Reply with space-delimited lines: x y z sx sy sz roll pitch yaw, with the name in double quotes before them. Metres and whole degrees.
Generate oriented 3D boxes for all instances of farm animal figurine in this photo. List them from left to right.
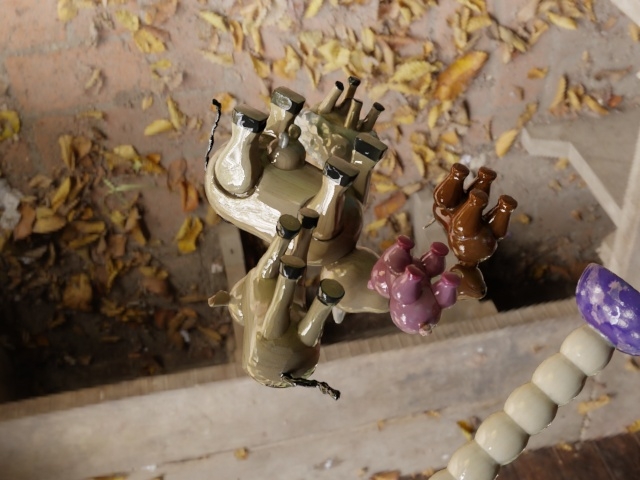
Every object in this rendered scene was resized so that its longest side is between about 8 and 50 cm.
"farm animal figurine" 0.000 0.000 0.767 0.330 0.327 0.172 -18 141 -44

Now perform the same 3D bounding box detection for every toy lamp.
"toy lamp" 0.102 0.138 0.513 0.275 0.080 0.080 -46 127 2
